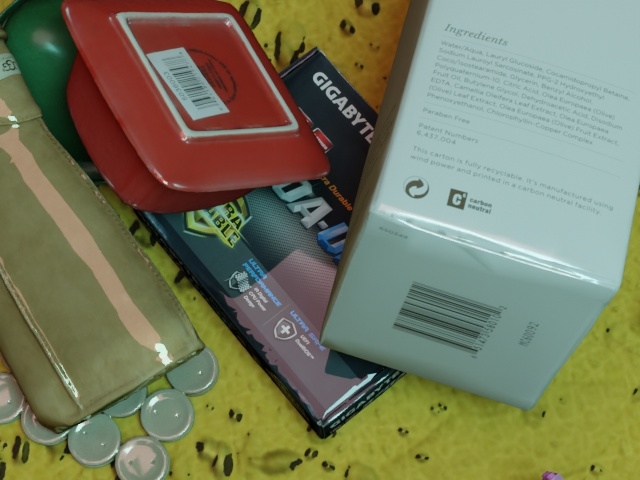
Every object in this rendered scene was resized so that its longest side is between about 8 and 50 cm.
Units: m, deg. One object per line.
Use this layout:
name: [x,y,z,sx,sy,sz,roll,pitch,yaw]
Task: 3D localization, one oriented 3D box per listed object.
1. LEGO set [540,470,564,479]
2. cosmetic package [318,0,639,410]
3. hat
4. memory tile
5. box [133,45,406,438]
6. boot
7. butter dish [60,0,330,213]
LEGO set: [0.081,0.222,1.040,0.227,0.087,0.093,-38,90,-10]
cosmetic package: [0.123,-0.105,1.052,0.155,0.197,0.365,18,62,0]
hat: [-0.179,-0.148,1.121,0.209,0.183,0.173,-7,72,0]
memory tile: [-0.154,0.098,1.130,0.148,0.012,0.113,23,74,10]
box: [0.000,0.000,1.137,0.175,0.051,0.220,-37,74,-10]
boot: [-0.236,0.013,1.100,0.236,0.089,0.269,-32,88,30]
butter dish: [-0.102,-0.074,1.084,0.160,0.118,0.160,-7,60,-47]
